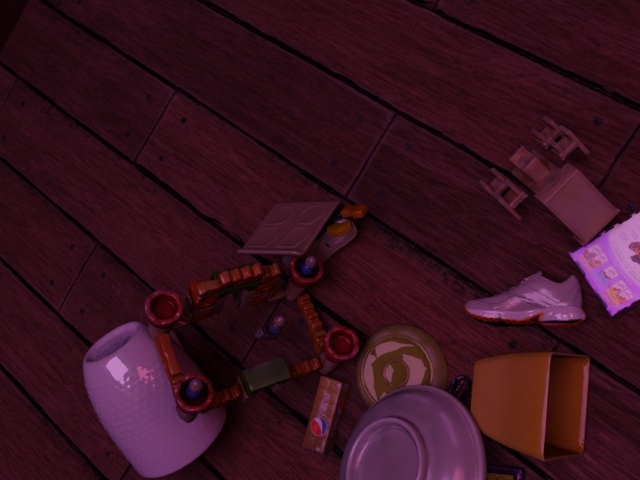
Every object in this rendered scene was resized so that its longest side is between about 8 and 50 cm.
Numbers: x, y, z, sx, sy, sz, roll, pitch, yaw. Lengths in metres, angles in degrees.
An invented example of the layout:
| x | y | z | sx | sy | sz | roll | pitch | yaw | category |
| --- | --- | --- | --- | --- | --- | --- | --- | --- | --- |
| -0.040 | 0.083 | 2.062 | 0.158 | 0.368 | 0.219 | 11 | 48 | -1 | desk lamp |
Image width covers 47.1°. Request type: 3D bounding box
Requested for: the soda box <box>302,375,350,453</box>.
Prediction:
| x | y | z | sx | sy | sz | roll | pitch | yaw | category |
| --- | --- | --- | --- | --- | --- | --- | --- | --- | --- |
| 0.015 | 0.431 | 1.828 | 0.061 | 0.058 | 0.181 | 14 | 87 | 27 | soda box |

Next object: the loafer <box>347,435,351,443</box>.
| x | y | z | sx | sy | sz | roll | pitch | yaw | category |
| --- | --- | --- | --- | --- | --- | --- | --- | --- | --- |
| 0.121 | 0.470 | 1.770 | 0.148 | 0.056 | 0.050 | -32 | 75 | 18 | loafer |

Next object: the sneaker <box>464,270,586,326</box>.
| x | y | z | sx | sy | sz | roll | pitch | yaw | category |
| --- | --- | --- | --- | --- | --- | --- | --- | --- | --- |
| 0.457 | 0.130 | 1.651 | 0.262 | 0.099 | 0.121 | -1 | 73 | 19 | sneaker |

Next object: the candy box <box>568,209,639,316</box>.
| x | y | z | sx | sy | sz | roll | pitch | yaw | category |
| --- | --- | --- | --- | --- | --- | --- | --- | --- | --- |
| 0.664 | 0.046 | 1.566 | 0.196 | 0.070 | 0.165 | -34 | 68 | 18 | candy box |

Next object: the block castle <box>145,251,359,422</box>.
| x | y | z | sx | sy | sz | roll | pitch | yaw | category |
| --- | --- | --- | --- | --- | --- | --- | --- | --- | --- |
| -0.164 | 0.213 | 1.738 | 0.303 | 0.453 | 0.213 | 65 | 154 | 21 | block castle |

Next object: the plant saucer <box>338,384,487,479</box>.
| x | y | z | sx | sy | sz | roll | pitch | yaw | category |
| --- | --- | --- | --- | --- | --- | --- | --- | --- | --- |
| 0.163 | 0.495 | 1.578 | 0.400 | 0.100 | 0.401 | -28 | 46 | 34 | plant saucer |

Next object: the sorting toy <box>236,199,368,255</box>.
| x | y | z | sx | sy | sz | roll | pitch | yaw | category |
| --- | --- | --- | --- | --- | --- | --- | --- | --- | --- |
| -0.038 | -0.027 | 1.848 | 0.307 | 0.041 | 0.229 | 1 | 38 | 37 | sorting toy |

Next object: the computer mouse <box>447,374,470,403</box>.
| x | y | z | sx | sy | sz | roll | pitch | yaw | category |
| --- | --- | --- | --- | --- | --- | --- | --- | --- | --- |
| 0.268 | 0.415 | 1.706 | 0.242 | 0.041 | 0.071 | -48 | 43 | -3 | computer mouse |

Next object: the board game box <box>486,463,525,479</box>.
| x | y | z | sx | sy | sz | roll | pitch | yaw | category |
| --- | --- | --- | --- | --- | --- | --- | --- | --- | --- |
| 0.287 | 0.605 | 1.672 | 0.346 | 0.056 | 0.208 | -1 | 77 | 26 | board game box |

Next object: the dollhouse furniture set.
| x | y | z | sx | sy | sz | roll | pitch | yaw | category |
| --- | --- | --- | --- | --- | --- | --- | --- | --- | --- |
| 0.518 | -0.119 | 1.631 | 0.212 | 0.161 | 0.242 | -47 | 28 | 12 | dollhouse furniture set |

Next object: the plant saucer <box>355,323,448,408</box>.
| x | y | z | sx | sy | sz | roll | pitch | yaw | category |
| --- | --- | --- | --- | --- | --- | --- | --- | --- | --- |
| 0.187 | 0.320 | 1.774 | 0.240 | 0.037 | 0.241 | -5 | 79 | 26 | plant saucer |

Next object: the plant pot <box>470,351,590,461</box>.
| x | y | z | sx | sy | sz | roll | pitch | yaw | category |
| --- | --- | --- | --- | --- | --- | --- | --- | --- | --- |
| 0.437 | 0.336 | 1.563 | 0.187 | 0.212 | 0.212 | 2 | 82 | 41 | plant pot |

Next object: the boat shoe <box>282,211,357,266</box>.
| x | y | z | sx | sy | sz | roll | pitch | yaw | category |
| --- | --- | --- | --- | --- | --- | --- | --- | --- | --- |
| 0.000 | 0.000 | 1.913 | 0.233 | 0.084 | 0.079 | -32 | 31 | 25 | boat shoe |

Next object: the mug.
| x | y | z | sx | sy | sz | roll | pitch | yaw | category |
| --- | --- | --- | --- | --- | --- | --- | --- | --- | --- |
| -0.432 | 0.361 | 1.901 | 0.276 | 0.374 | 0.328 | -23 | 111 | 16 | mug |
